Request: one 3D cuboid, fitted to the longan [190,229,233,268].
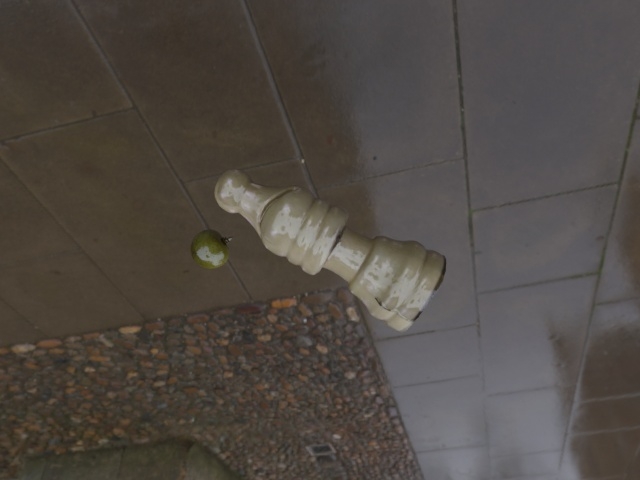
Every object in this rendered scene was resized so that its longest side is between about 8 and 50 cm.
[{"bbox_3d":[-0.198,0.013,0.923,0.083,0.075,0.075,-32,133,0],"label":"longan"}]

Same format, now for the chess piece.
[{"bbox_3d":[0.000,0.000,0.668,0.307,0.139,0.124,28,99,-1],"label":"chess piece"}]
